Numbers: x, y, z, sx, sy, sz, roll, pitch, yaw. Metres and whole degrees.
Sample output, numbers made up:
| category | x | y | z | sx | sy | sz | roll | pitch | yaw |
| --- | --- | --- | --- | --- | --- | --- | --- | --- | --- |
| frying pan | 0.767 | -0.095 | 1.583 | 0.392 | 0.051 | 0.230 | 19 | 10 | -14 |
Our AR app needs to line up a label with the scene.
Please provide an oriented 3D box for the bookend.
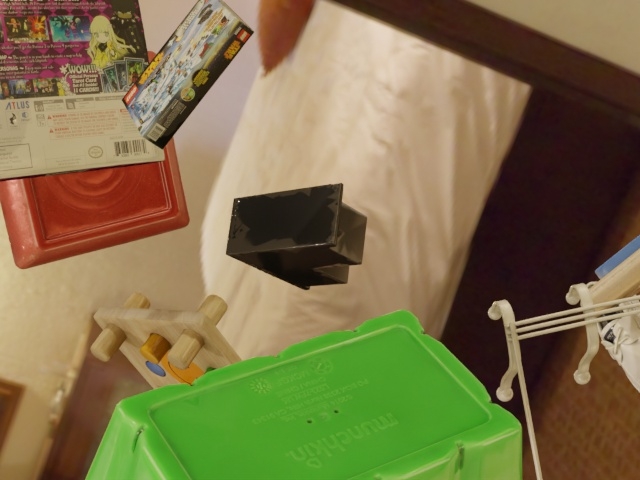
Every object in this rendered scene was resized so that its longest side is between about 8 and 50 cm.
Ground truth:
| category | x | y | z | sx | sy | sz | roll | pitch | yaw |
| --- | --- | --- | --- | --- | --- | --- | --- | --- | --- |
| bookend | 0.000 | 0.000 | 1.244 | 0.157 | 0.156 | 0.072 | -6 | 68 | 37 |

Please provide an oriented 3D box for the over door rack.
| category | x | y | z | sx | sy | sz | roll | pitch | yaw |
| --- | --- | --- | --- | --- | --- | --- | --- | --- | --- |
| over door rack | 0.362 | 0.216 | 1.361 | 0.108 | 0.239 | 0.324 | 116 | 142 | -79 |

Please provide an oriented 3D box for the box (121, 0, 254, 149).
| category | x | y | z | sx | sy | sz | roll | pitch | yaw |
| --- | --- | --- | --- | --- | --- | --- | --- | --- | --- |
| box | -0.125 | -0.159 | 0.975 | 0.137 | 0.027 | 0.094 | -50 | 35 | 10 |

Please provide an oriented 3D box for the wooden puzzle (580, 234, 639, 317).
| category | x | y | z | sx | sy | sz | roll | pitch | yaw |
| --- | --- | --- | --- | --- | --- | --- | --- | --- | --- |
| wooden puzzle | 0.579 | -0.019 | 1.660 | 0.322 | 0.348 | 0.080 | -46 | 68 | 31 |

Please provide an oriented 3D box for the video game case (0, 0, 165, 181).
| category | x | y | z | sx | sy | sz | roll | pitch | yaw |
| --- | --- | --- | --- | --- | --- | --- | --- | --- | --- |
| video game case | -0.289 | -0.176 | 1.142 | 0.042 | 0.232 | 0.210 | -6 | 95 | 50 |

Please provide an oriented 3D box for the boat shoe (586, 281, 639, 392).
| category | x | y | z | sx | sy | sz | roll | pitch | yaw |
| --- | --- | --- | --- | --- | --- | --- | --- | --- | --- |
| boat shoe | 0.511 | 0.167 | 1.783 | 0.095 | 0.084 | 0.258 | -62 | 25 | 27 |

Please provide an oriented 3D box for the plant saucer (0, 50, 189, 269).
| category | x | y | z | sx | sy | sz | roll | pitch | yaw |
| --- | --- | --- | --- | --- | --- | --- | --- | --- | --- |
| plant saucer | -0.312 | -0.111 | 1.444 | 0.047 | 0.258 | 0.259 | 15 | 118 | 61 |

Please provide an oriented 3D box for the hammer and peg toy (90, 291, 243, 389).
| category | x | y | z | sx | sy | sz | roll | pitch | yaw |
| --- | --- | --- | --- | --- | --- | --- | --- | --- | --- |
| hammer and peg toy | -0.188 | 0.240 | 1.696 | 0.266 | 0.361 | 0.127 | 0 | 45 | 41 |

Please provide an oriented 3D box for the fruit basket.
| category | x | y | z | sx | sy | sz | roll | pitch | yaw |
| --- | --- | --- | --- | --- | --- | --- | --- | --- | --- |
| fruit basket | -0.031 | 0.268 | 0.943 | 0.283 | 0.392 | 0.392 | 46 | 120 | 40 |
